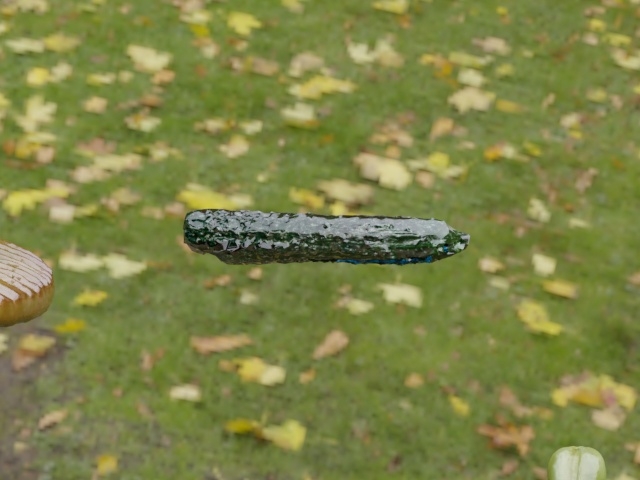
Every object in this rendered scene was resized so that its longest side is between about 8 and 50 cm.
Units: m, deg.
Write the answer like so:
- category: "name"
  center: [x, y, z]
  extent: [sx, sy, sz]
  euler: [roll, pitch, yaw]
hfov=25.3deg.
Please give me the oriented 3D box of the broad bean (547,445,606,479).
- category: "broad bean"
  center: [0.206, 0.203, 1.118]
  extent: [0.045, 0.083, 0.063]
  euler: [-11, 5, 21]

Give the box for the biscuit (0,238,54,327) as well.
- category: "biscuit"
  center: [-0.362, 0.008, 1.107]
  extent: [0.318, 0.040, 0.318]
  euler: [14, 8, -2]

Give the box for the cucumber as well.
- category: "cucumber"
  center: [0.000, -0.001, 1.185]
  extent: [0.257, 0.043, 0.044]
  euler: [2, 48, 25]
